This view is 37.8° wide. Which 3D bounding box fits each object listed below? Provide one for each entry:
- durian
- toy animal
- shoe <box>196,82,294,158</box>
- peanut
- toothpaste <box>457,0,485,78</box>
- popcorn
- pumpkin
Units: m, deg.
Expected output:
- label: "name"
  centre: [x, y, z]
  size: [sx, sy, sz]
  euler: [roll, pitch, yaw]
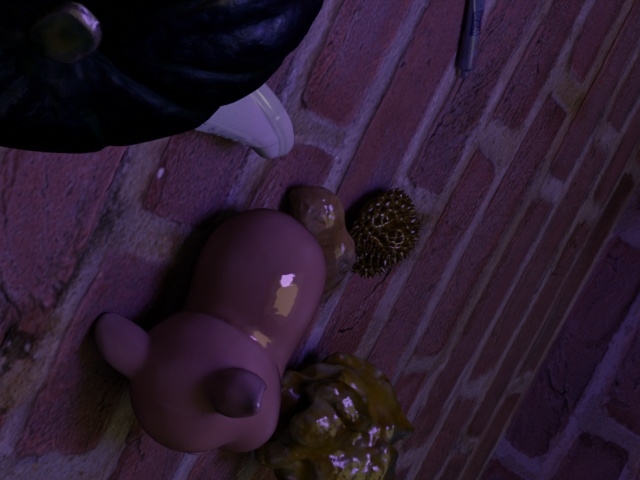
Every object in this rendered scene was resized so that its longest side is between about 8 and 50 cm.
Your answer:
- label: "durian"
  centre: [0.089, 0.001, 1.495]
  size: [0.208, 0.102, 0.146]
  euler: [-39, 151, -26]
- label: "toy animal"
  centre: [-0.113, 0.118, 1.185]
  size: [0.269, 0.237, 0.326]
  euler: [-5, 116, -66]
- label: "shoe"
  centre: [-0.120, -0.158, 1.041]
  size: [0.110, 0.095, 0.265]
  euler: [-46, 143, -12]
- label: "peanut"
  centre: [0.000, 0.000, 1.372]
  size: [0.099, 0.099, 0.214]
  euler: [-42, 141, -28]
- label: "toothpaste"
  centre: [0.243, -0.338, 1.497]
  size: [0.045, 0.028, 0.170]
  euler: [-25, 134, -36]
- label: "popcorn"
  centre: [0.008, 0.318, 1.526]
  size: [0.225, 0.276, 0.276]
  euler: [-27, 164, 27]
- label: "pumpkin"
  centre: [-0.174, -0.227, 0.631]
  size: [0.363, 0.363, 0.266]
  euler: [70, 13, -54]
